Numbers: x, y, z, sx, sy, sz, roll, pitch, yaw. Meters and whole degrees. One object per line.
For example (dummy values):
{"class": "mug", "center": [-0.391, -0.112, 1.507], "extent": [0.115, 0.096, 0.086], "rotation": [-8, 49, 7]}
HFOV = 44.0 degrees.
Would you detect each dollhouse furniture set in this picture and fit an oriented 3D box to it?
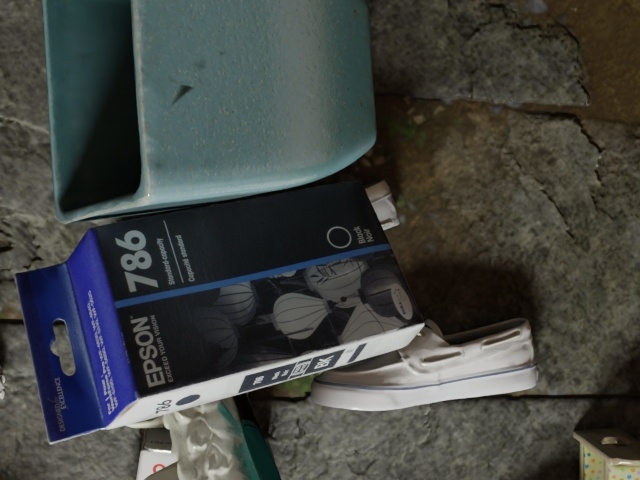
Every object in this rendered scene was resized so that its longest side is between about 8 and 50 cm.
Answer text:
{"class": "dollhouse furniture set", "center": [0.384, 0.316, 0.904], "extent": [0.160, 0.101, 0.182], "rotation": [-2, 96, -8]}

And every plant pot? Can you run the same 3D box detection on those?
{"class": "plant pot", "center": [-0.091, -0.150, 0.720], "extent": [0.252, 0.247, 0.247], "rotation": [-4, 90, -33]}

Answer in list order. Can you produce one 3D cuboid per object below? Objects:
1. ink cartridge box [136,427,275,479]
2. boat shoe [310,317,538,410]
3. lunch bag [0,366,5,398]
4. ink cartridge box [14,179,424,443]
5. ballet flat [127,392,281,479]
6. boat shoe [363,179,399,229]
{"class": "ink cartridge box", "center": [-0.132, 0.306, 0.841], "extent": [0.139, 0.082, 0.191], "rotation": [9, 92, -9]}
{"class": "boat shoe", "center": [0.112, 0.128, 0.862], "extent": [0.258, 0.095, 0.084], "rotation": [-5, 92, -18]}
{"class": "lunch bag", "center": [-0.461, 0.199, 0.766], "extent": [0.258, 0.120, 0.293], "rotation": [38, 89, -10]}
{"class": "ink cartridge box", "center": [-0.088, 0.052, 0.702], "extent": [0.332, 0.065, 0.166], "rotation": [-13, 66, -21]}
{"class": "ballet flat", "center": [-0.119, 0.178, 0.756], "extent": [0.146, 0.147, 0.409], "rotation": [-18, 66, -6]}
{"class": "boat shoe", "center": [0.000, 0.000, 0.845], "extent": [0.184, 0.066, 0.063], "rotation": [-28, 98, -14]}
